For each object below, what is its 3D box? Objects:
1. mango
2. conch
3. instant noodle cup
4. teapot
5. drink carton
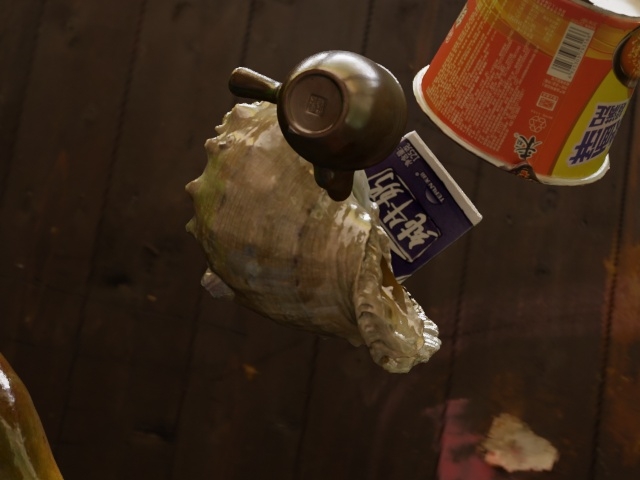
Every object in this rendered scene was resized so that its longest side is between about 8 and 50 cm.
[{"bbox_3d":[-0.359,0.209,1.374,0.267,0.111,0.133,59,-34,4],"label":"mango"},{"bbox_3d":[-0.009,0.003,1.241,0.186,0.263,0.324,-31,-113,26],"label":"conch"},{"bbox_3d":[0.215,-0.179,1.186,0.213,0.213,0.174,43,-52,27],"label":"instant noodle cup"},{"bbox_3d":[-0.010,-0.071,0.722,0.110,0.080,0.085,18,-84,21],"label":"teapot"},{"bbox_3d":[0.055,-0.004,1.452,0.222,0.102,0.134,-37,-91,-16],"label":"drink carton"}]
